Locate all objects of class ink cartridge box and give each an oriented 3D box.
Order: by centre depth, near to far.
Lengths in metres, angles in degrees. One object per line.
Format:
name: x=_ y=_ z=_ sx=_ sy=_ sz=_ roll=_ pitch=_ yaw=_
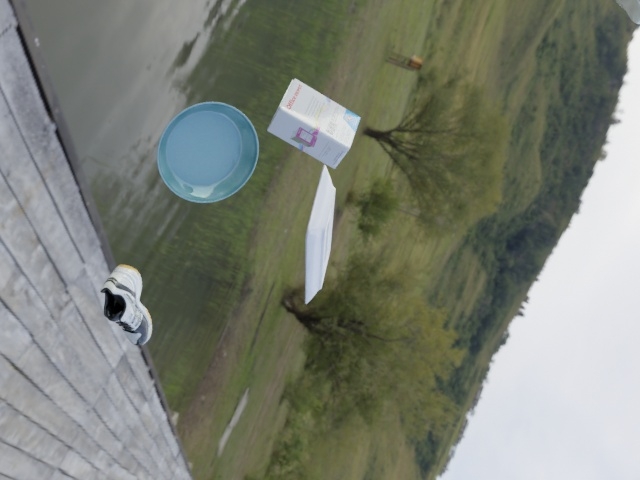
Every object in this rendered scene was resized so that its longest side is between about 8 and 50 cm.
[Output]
ink cartridge box: x=-0.010 y=-0.180 z=0.886 sx=0.052 sy=0.122 sz=0.089 roll=-49 pitch=-164 yaw=45

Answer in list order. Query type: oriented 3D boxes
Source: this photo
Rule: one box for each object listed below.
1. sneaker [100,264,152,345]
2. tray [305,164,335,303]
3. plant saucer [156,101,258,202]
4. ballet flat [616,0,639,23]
sneaker: x=-0.170 y=0.062 z=0.495 sx=0.037 sy=0.031 sz=0.083 roll=-60 pitch=152 yaw=-53
tray: x=0.000 y=0.000 z=1.053 sx=0.270 sy=0.030 sz=0.145 roll=93 pitch=10 yaw=-59
plant saucer: x=-0.130 y=-0.102 z=0.660 sx=0.021 sy=0.119 sz=0.120 roll=44 pitch=-61 yaw=51
ballet flat: x=0.207 y=-0.122 z=0.316 sx=0.070 sy=0.189 sz=0.070 roll=-28 pitch=165 yaw=-8
